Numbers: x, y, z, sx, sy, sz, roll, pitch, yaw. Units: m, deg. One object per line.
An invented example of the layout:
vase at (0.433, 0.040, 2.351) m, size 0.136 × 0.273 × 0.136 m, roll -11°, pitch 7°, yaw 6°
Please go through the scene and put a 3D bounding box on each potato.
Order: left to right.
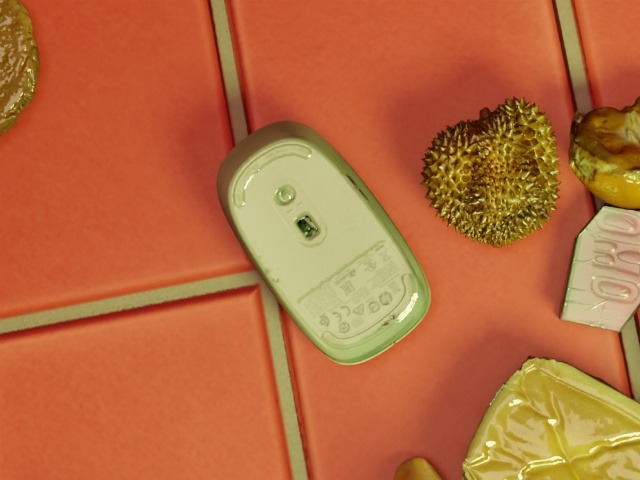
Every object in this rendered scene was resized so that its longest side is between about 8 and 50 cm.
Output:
potato at (0.114, 0.288, 1.892) m, size 0.068 × 0.062 × 0.083 m, roll -14°, pitch 60°, yaw -8°

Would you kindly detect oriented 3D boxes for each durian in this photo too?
durian at (0.191, -0.073, 1.882) m, size 0.158 × 0.137 × 0.168 m, roll -5°, pitch 97°, yaw 28°

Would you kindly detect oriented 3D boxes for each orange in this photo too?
orange at (0.356, -0.093, 1.859) m, size 0.170 × 0.112 × 0.160 m, roll 16°, pitch 46°, yaw 38°

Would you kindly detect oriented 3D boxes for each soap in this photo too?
soap at (0.330, 0.027, 1.883) m, size 0.100 × 0.056 × 0.149 m, roll 12°, pitch 87°, yaw 7°

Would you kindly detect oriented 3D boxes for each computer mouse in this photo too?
computer mouse at (0.000, -0.001, 1.918) m, size 0.159 × 0.097 × 0.288 m, roll -37°, pitch 91°, yaw 2°

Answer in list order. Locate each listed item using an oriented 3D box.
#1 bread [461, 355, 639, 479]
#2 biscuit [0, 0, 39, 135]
bread at (0.273, 0.243, 1.843) m, size 0.209 × 0.110 × 0.192 m, roll 26°, pitch 82°, yaw 10°
biscuit at (-0.442, -0.210, 2.032) m, size 0.225 × 0.042 × 0.226 m, roll -1°, pitch 84°, yaw 7°
